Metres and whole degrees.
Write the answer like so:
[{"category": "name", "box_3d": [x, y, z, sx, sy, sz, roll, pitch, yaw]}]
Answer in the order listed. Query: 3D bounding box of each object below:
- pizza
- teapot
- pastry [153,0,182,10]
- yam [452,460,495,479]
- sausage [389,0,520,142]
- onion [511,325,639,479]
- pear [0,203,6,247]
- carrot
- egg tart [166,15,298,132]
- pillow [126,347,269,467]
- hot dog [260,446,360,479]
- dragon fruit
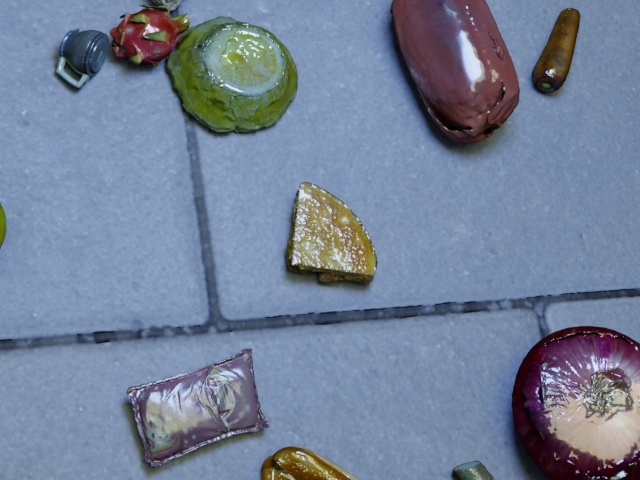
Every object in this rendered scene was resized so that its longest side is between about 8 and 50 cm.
[{"category": "pizza", "box_3d": [0.000, 0.000, 2.012, 0.134, 0.046, 0.175, -25, 79, -25]}, {"category": "teapot", "box_3d": [-0.342, -0.262, 1.998, 0.057, 0.066, 0.088, 22, 87, 12]}, {"category": "pastry", "box_3d": [-0.172, -0.441, 2.105, 0.258, 0.089, 0.121, -32, 95, -23]}, {"category": "yam", "box_3d": [0.228, 0.346, 1.958, 0.043, 0.043, 0.094, -35, 85, -26]}, {"category": "sausage", "box_3d": [0.202, -0.285, 2.131, 0.152, 0.152, 0.280, -18, 75, -23]}, {"category": "onion", "box_3d": [0.384, 0.243, 1.985, 0.248, 0.161, 0.248, 8, 57, -13]}, {"category": "pear", "box_3d": [-0.506, -0.019, 1.784, 0.198, 0.198, 0.198, 6, 68, -16]}, {"category": "carrot", "box_3d": [0.382, -0.305, 2.253, 0.055, 0.055, 0.161, 28, 57, -6]}, {"category": "egg tart", "box_3d": [-0.121, -0.253, 2.052, 0.197, 0.078, 0.197, 7, 66, -17]}, {"category": "pillow", "box_3d": [-0.162, 0.224, 1.878, 0.185, 0.043, 0.118, -15, 82, -19]}, {"category": "hot dog", "box_3d": [0.028, 0.365, 1.872, 0.249, 0.068, 0.100, 37, 74, 0]}, {"category": "dragon fruit", "box_3d": [-0.243, -0.296, 2.025, 0.116, 0.086, 0.081, -13, 37, -32]}]
